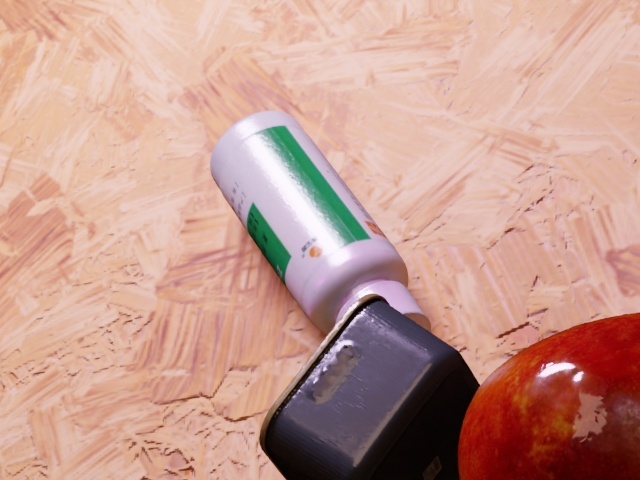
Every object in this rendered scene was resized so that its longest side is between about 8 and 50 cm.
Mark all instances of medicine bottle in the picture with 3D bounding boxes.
[{"bbox_3d":[0.000,0.000,1.586,0.095,0.095,0.260,-36,50,-1],"label":"medicine bottle"}]

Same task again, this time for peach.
[{"bbox_3d":[0.214,0.151,1.304,0.243,0.243,0.199,-27,58,6],"label":"peach"}]

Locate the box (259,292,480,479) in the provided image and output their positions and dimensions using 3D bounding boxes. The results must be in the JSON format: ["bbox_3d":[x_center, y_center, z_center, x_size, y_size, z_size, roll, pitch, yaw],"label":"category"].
[{"bbox_3d":[0.054,0.147,1.399,0.090,0.201,0.144,30,73,32],"label":"box"}]
